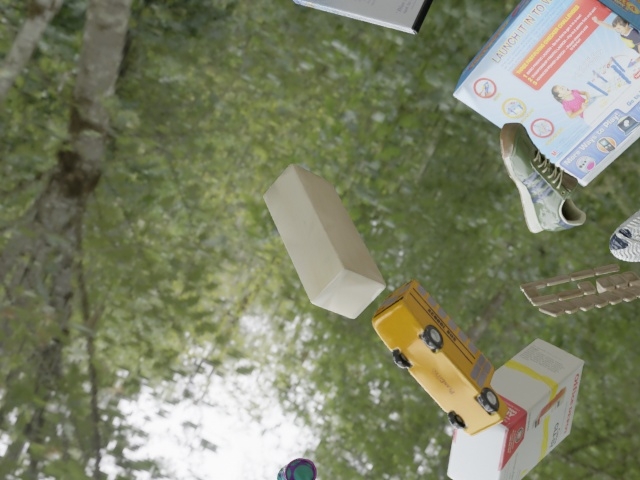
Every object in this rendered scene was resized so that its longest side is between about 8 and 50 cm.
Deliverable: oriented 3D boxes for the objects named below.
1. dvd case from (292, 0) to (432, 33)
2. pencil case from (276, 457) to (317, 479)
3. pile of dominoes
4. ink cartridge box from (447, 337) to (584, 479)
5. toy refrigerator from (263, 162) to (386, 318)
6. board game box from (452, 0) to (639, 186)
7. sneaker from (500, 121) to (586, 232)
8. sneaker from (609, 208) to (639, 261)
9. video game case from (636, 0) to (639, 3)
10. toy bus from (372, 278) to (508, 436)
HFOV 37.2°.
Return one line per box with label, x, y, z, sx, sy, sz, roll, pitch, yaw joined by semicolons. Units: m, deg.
dvd case;0.086;-0.446;1.552;0.253;0.180;0.022;23;176;31
pencil case;-0.049;0.475;1.911;0.064;0.070;0.151;37;161;5
pile of dominoes;0.599;0.125;2.149;0.251;0.040;0.196;-13;-161;1
ink cartridge box;0.530;0.477;2.559;0.160;0.279;0.385;27;-141;35
toy refrigerator;0.000;0.000;1.595;0.102;0.094;0.269;23;-152;-40
board game box;0.442;-0.288;1.649;0.302;0.308;0.086;34;-135;-7
sneaker;0.323;-0.090;1.350;0.086;0.064;0.192;0;132;35
sneaker;0.609;-0.057;1.687;0.094;0.235;0.153;46;-166;-8
video game case;0.669;-0.454;1.898;0.035;0.275;0.248;-103;-6;-57
toy bus;0.258;0.251;2.010;0.332;0.108;0.130;48;-145;-5
